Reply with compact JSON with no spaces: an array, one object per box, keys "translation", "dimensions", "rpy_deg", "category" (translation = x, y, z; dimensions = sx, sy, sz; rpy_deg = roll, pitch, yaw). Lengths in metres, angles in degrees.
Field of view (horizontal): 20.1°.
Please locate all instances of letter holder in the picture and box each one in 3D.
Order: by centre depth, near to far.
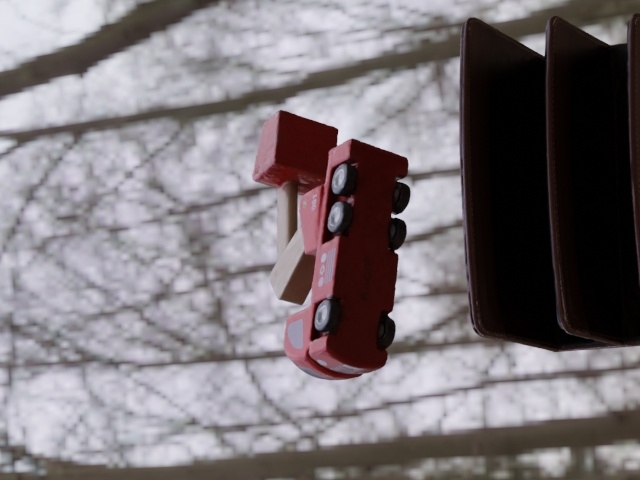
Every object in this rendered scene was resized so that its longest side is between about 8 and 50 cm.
[{"translation":[0.240,-0.058,1.697],"dimensions":[0.214,0.152,0.302],"rpy_deg":[14,-108,-57],"category":"letter holder"}]

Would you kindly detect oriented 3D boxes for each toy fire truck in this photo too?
[{"translation":[0.000,0.000,1.125],"dimensions":[0.047,0.135,0.192],"rpy_deg":[17,-113,-25],"category":"toy fire truck"}]
